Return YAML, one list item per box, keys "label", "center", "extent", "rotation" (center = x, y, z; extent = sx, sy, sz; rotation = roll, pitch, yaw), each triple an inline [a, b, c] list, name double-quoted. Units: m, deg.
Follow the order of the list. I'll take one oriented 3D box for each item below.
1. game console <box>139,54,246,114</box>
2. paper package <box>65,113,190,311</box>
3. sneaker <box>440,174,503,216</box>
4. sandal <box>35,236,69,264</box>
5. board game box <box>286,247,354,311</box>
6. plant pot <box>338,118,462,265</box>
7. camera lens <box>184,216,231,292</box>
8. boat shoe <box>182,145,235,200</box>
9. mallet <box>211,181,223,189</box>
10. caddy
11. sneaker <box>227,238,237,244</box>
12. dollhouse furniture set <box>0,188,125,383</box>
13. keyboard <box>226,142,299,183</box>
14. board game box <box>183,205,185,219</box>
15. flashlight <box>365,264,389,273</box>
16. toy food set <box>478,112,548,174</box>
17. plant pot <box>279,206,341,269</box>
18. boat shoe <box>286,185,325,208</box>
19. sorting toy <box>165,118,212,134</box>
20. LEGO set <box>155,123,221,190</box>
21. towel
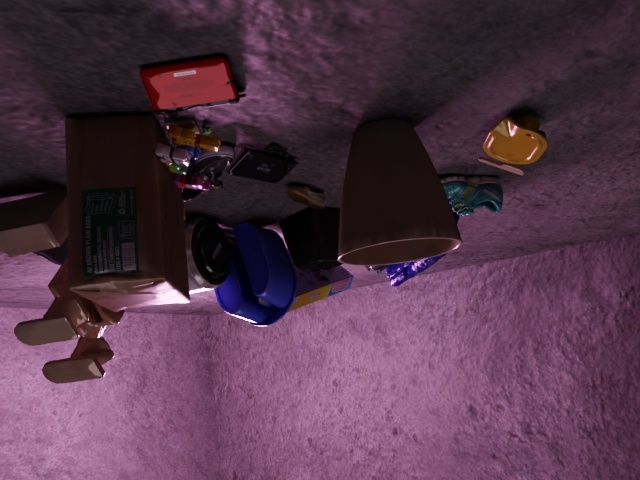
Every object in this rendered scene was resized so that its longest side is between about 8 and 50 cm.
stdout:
- label: "game console"
  center: [-0.208, -0.261, 0.989]
  extent: [0.143, 0.085, 0.124]
  rotation: [-8, 136, 4]
- label: "paper package"
  center: [-0.371, -0.043, 1.169]
  extent: [0.168, 0.325, 0.309]
  rotation: [-6, 166, -4]
- label: "sneaker"
  center: [0.397, -0.122, 1.685]
  extent: [0.275, 0.110, 0.107]
  rotation: [-3, 167, -13]
- label: "sandal"
  center: [-0.806, 0.005, 1.714]
  extent: [0.054, 0.097, 0.254]
  rotation: [0, 162, 31]
- label: "board game box"
  center: [-0.074, 0.120, 2.107]
  extent: [0.316, 0.242, 0.064]
  rotation: [-15, 134, -42]
- label: "plant pot"
  center: [0.148, -0.106, 1.258]
  extent: [0.256, 0.274, 0.256]
  rotation: [-7, 168, -1]
- label: "camera lens"
  center: [-0.426, 0.056, 1.807]
  extent: [0.274, 0.220, 0.219]
  rotation: [-12, 166, 24]
- label: "boat shoe"
  center: [-0.261, -0.144, 1.333]
  extent: [0.080, 0.076, 0.228]
  rotation: [5, 163, -42]
- label: "mallet"
  center: [-0.342, -0.125, 1.488]
  extent: [0.189, 0.039, 0.062]
  rotation: [-13, 164, 6]
- label: "caddy"
  center: [-0.210, 0.106, 1.905]
  extent: [0.241, 0.341, 0.179]
  rotation: [-36, 146, 21]
- label: "sneaker"
  center: [-0.327, 0.047, 2.110]
  extent: [0.262, 0.099, 0.121]
  rotation: [5, 167, -38]
- label: "dollhouse furniture set"
  center: [-0.669, 0.099, 1.482]
  extent: [0.256, 0.362, 0.394]
  rotation: [-10, 123, 11]
- label: "keyboard"
  center: [-0.120, -0.177, 1.332]
  extent: [0.108, 0.023, 0.180]
  rotation: [-41, 158, 25]
- label: "board game box"
  center: [-0.492, -0.066, 1.630]
  extent: [0.193, 0.045, 0.146]
  rotation: [6, 162, -42]
- label: "flashlight"
  center: [0.188, 0.028, 1.999]
  extent: [0.103, 0.103, 0.304]
  rotation: [17, 166, 19]
- label: "toy food set"
  center: [0.440, -0.232, 1.345]
  extent: [0.128, 0.071, 0.218]
  rotation: [17, 167, 6]
- label: "plant pot"
  center: [0.000, 0.000, 1.899]
  extent: [0.188, 0.167, 0.187]
  rotation: [5, 162, -39]
- label: "boat shoe"
  center: [-0.037, -0.127, 1.619]
  extent: [0.056, 0.048, 0.153]
  rotation: [-1, 167, 39]
- label: "sorting toy"
  center: [-0.255, -0.217, 1.158]
  extent: [0.083, 0.012, 0.062]
  rotation: [-6, 167, -2]
- label: "LEGO set"
  center: [-0.243, -0.165, 1.157]
  extent: [0.093, 0.087, 0.227]
  rotation: [10, 170, -1]
- label: "towel"
  center: [0.333, 0.008, 1.977]
  extent: [0.076, 0.228, 0.308]
  rotation: [30, 148, -11]
